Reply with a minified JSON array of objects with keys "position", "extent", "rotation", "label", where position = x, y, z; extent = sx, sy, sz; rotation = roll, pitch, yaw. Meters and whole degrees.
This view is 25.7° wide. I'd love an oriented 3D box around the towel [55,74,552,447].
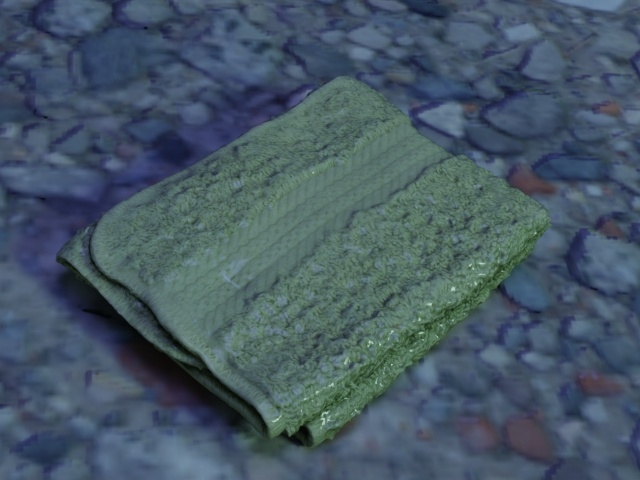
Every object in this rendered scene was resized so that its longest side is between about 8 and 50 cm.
[{"position":[0.000,0.000,0.463],"extent":[0.110,0.027,0.148],"rotation":[36,47,23],"label":"towel"}]
